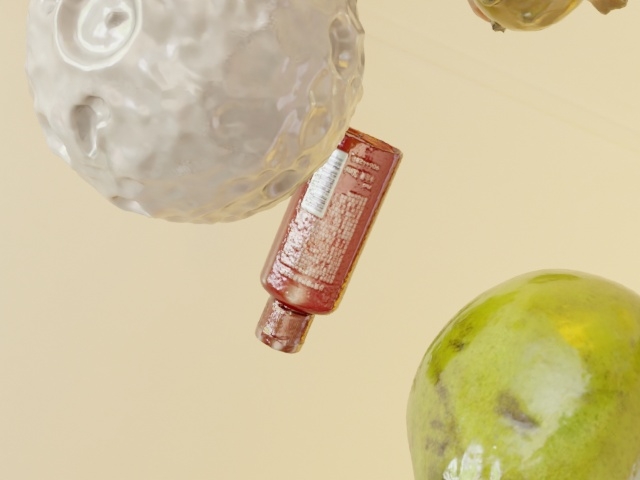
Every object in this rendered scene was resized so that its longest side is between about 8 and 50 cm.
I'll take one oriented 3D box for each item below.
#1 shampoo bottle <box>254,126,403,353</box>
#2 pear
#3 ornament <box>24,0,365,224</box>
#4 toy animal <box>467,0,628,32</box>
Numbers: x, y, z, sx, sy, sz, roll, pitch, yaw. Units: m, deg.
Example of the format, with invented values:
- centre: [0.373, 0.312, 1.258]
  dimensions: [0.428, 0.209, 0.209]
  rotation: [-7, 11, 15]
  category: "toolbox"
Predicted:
- centre: [0.000, -0.001, 1.461]
  dimensions: [0.118, 0.076, 0.314]
  rotation: [22, -75, 0]
  category: "shampoo bottle"
- centre: [0.167, 0.133, 0.813]
  dimensions: [0.269, 0.212, 0.212]
  rotation: [-46, -48, -52]
  category: "pear"
- centre: [-0.125, -0.180, 1.064]
  dimensions: [0.337, 0.337, 0.337]
  rotation: [-11, -68, -30]
  category: "ornament"
- centre: [0.266, -0.328, 1.251]
  dimensions: [0.281, 0.169, 0.195]
  rotation: [-36, -92, -28]
  category: "toy animal"
